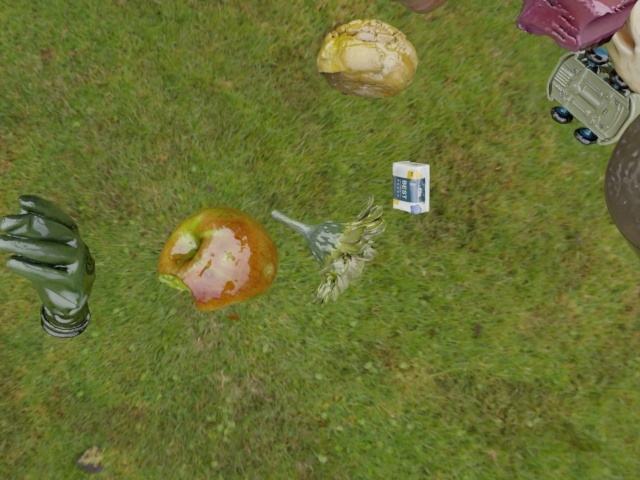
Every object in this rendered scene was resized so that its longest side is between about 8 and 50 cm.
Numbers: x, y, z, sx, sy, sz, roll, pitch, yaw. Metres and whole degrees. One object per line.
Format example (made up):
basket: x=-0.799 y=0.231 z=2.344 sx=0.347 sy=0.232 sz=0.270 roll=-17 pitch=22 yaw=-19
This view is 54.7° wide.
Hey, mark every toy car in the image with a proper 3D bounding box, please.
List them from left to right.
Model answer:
toy car: x=0.702 y=-0.360 z=1.500 sx=0.198 sy=0.204 sz=0.247 roll=-17 pitch=56 yaw=-27

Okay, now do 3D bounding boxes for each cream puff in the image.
cream puff: x=0.087 y=-0.335 z=1.131 sx=0.189 sy=0.189 sz=0.129 roll=12 pitch=90 yaw=-10

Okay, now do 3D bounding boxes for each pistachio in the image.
pistachio: x=0.665 y=-0.435 z=1.202 sx=0.214 sy=0.193 sz=0.317 roll=12 pitch=80 yaw=-23

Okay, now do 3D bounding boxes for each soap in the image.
soap: x=0.438 y=-0.420 z=1.040 sx=0.289 sy=0.112 sz=0.182 roll=-28 pitch=70 yaw=-31

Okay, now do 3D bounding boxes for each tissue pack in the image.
tissue pack: x=0.155 y=-0.092 z=1.063 sx=0.042 sy=0.062 sz=0.083 roll=-14 pitch=112 yaw=-34

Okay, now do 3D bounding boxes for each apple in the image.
apple: x=-0.213 y=0.054 z=1.347 sx=0.226 sy=0.246 sz=0.246 roll=37 pitch=81 yaw=-44

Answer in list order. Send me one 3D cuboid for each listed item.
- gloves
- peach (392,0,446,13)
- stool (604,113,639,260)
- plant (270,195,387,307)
gloves: x=-0.380 y=0.037 z=0.882 sx=0.107 sy=0.268 sz=0.135 roll=-33 pitch=60 yaw=-25
peach: x=0.067 y=-0.284 z=0.546 sx=0.152 sy=0.152 sz=0.151 roll=0 pitch=88 yaw=-10
stool: x=0.373 y=0.005 z=0.518 sx=0.264 sy=0.179 sz=0.179 roll=38 pitch=81 yaw=-38
plant: x=0.030 y=0.030 z=1.624 sx=0.297 sy=0.261 sz=0.305 roll=10 pitch=57 yaw=30
